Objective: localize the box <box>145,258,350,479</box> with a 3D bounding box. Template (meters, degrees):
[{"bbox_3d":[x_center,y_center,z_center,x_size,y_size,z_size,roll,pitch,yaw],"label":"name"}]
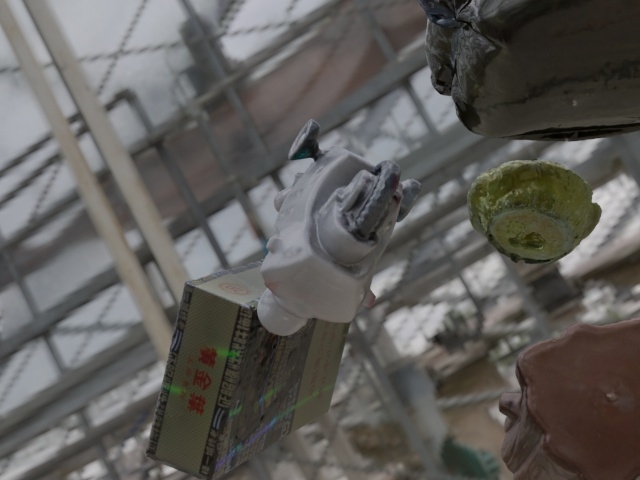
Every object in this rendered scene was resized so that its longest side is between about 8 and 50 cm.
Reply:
[{"bbox_3d":[-0.063,0.125,1.647,0.310,0.084,0.198,-17,-56,-65],"label":"box"}]

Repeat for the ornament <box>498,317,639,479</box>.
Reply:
[{"bbox_3d":[0.319,0.223,1.810,0.221,0.235,0.217,17,-25,2],"label":"ornament"}]

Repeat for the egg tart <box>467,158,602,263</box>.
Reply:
[{"bbox_3d":[0.290,-0.032,2.090,0.197,0.078,0.197,8,-38,7],"label":"egg tart"}]

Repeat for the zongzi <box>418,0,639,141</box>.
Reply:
[{"bbox_3d":[0.250,-0.270,1.166,0.403,0.432,0.208,-8,-38,-4],"label":"zongzi"}]

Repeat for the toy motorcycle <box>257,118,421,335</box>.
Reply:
[{"bbox_3d":[0.000,0.000,1.222,0.171,0.110,0.260,-59,10,-1],"label":"toy motorcycle"}]
